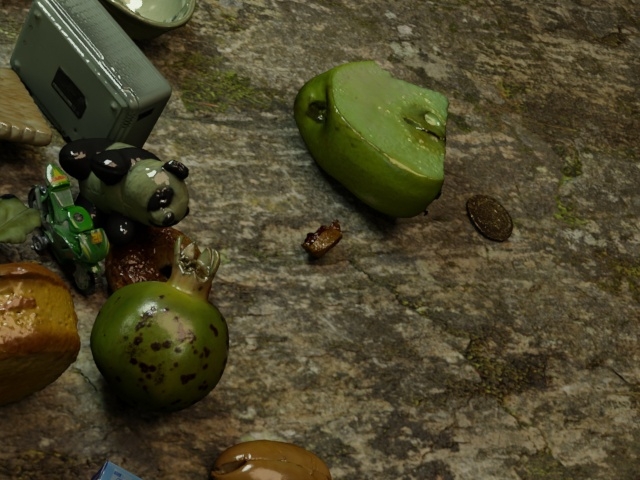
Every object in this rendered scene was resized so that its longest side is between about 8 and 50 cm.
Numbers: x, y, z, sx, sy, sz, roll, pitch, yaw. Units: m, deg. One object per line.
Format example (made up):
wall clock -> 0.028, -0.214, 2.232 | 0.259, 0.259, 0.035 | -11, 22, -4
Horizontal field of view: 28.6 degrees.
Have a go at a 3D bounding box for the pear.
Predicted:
pear -> 0.077, -0.182, 2.252 | 0.282, 0.176, 0.286 | 24, 41, -14

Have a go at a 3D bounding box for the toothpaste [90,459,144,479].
toothpaste -> -0.186, 0.387, 1.677 | 0.272, 0.066, 0.053 | 32, 43, -10

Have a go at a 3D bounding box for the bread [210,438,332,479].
bread -> -0.062, 0.338, 1.801 | 0.189, 0.077, 0.114 | 16, 53, -28

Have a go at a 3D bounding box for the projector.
projector -> -0.371, -0.257, 1.985 | 0.256, 0.192, 0.099 | 49, 48, 10

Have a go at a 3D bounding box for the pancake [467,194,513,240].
pancake -> 0.329, -0.045, 2.427 | 0.115, 0.011, 0.115 | 19, 47, -22

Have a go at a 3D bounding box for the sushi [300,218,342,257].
sushi -> 0.000, 0.000, 2.133 | 0.047, 0.050, 0.099 | 50, 37, 2

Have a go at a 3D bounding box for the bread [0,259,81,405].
bread -> -0.428, 0.125, 1.595 | 0.268, 0.268, 0.145 | -6, 67, -38

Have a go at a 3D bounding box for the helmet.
helmet -> -0.344, -0.441, 2.188 | 0.204, 0.137, 0.257 | -19, 76, -43

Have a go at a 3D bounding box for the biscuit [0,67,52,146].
biscuit -> -0.571, -0.222, 1.861 | 0.325, 0.044, 0.217 | 9, 32, -40

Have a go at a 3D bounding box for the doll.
doll -> -0.289, -0.081, 1.874 | 0.135, 0.234, 0.143 | -23, 116, -32

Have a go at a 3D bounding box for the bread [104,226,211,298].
bread -> -0.243, 0.051, 1.916 | 0.193, 0.064, 0.193 | 21, 46, -24

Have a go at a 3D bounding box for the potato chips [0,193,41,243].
potato chips -> -0.609, -0.062, 1.717 | 0.389, 0.097, 0.373 | -20, 51, -40

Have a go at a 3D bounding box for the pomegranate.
pomegranate -> -0.224, 0.119, 1.765 | 0.198, 0.198, 0.246 | 3, 79, -33

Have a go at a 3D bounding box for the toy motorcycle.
toy motorcycle -> -0.369, -0.013, 1.848 | 0.074, 0.106, 0.190 | -19, 70, -43
